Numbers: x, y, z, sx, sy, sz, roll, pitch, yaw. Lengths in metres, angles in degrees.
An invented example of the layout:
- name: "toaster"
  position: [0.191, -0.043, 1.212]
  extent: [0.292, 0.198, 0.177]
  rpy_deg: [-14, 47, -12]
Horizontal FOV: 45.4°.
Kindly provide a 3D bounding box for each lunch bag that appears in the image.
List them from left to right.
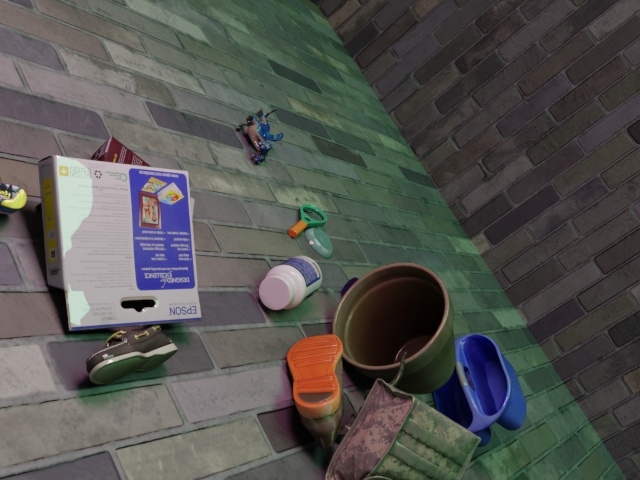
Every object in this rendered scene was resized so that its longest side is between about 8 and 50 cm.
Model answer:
- name: "lunch bag"
  position: [0.164, 0.479, 1.618]
  extent: [0.235, 0.287, 0.169]
  rpy_deg: [36, -10, -29]

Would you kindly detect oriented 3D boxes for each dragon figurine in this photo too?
- name: "dragon figurine"
  position: [-0.175, -0.330, 2.401]
  extent: [0.144, 0.085, 0.289]
  rpy_deg: [50, 23, -5]

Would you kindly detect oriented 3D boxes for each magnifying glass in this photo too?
- name: "magnifying glass"
  position: [-0.044, -0.058, 2.300]
  extent: [0.092, 0.026, 0.231]
  rpy_deg: [33, 28, 6]

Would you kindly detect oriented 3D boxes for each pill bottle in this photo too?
- name: "pill bottle"
  position: [-0.077, 0.108, 1.897]
  extent: [0.112, 0.112, 0.186]
  rpy_deg: [54, 22, 4]

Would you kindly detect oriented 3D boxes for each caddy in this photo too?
- name: "caddy"
  position: [0.457, 0.435, 2.267]
  extent: [0.179, 0.241, 0.341]
  rpy_deg: [43, 23, -32]

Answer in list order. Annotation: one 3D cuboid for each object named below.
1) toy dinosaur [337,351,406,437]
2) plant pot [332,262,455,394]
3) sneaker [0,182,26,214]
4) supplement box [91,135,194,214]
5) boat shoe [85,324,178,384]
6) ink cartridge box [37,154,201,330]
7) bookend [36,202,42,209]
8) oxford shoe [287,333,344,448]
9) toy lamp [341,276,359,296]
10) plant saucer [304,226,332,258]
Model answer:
- name: "toy dinosaur"
  position: [0.123, 0.387, 1.816]
  extent: [0.064, 0.118, 0.268]
  rpy_deg: [38, 61, 10]
- name: "plant pot"
  position: [0.233, 0.266, 2.057]
  extent: [0.280, 0.323, 0.323]
  rpy_deg: [52, 16, -44]
- name: "sneaker"
  position: [-0.580, -0.082, 1.306]
  extent: [0.144, 0.059, 0.053]
  rpy_deg: [25, 63, -21]
- name: "supplement box"
  position: [-0.390, -0.103, 1.666]
  extent: [0.239, 0.073, 0.130]
  rpy_deg: [40, 24, -28]
- name: "boat shoe"
  position: [-0.336, 0.192, 1.326]
  extent: [0.069, 0.081, 0.227]
  rpy_deg: [54, 15, 13]
- name: "ink cartridge box"
  position: [-0.367, 0.009, 1.433]
  extent: [0.303, 0.072, 0.308]
  rpy_deg: [3, 81, -51]
- name: "bookend"
  position: [-0.435, -0.037, 1.483]
  extent: [0.157, 0.072, 0.156]
  rpy_deg: [60, 33, -7]
- name: "oxford shoe"
  position: [-0.006, 0.330, 1.744]
  extent: [0.364, 0.129, 0.133]
  rpy_deg: [-82, 163, -69]
- name: "toy lamp"
  position: [0.180, 0.216, 2.277]
  extent: [0.274, 0.080, 0.080]
  rpy_deg: [42, 24, -22]
- name: "plant saucer"
  position: [0.000, 0.000, 2.325]
  extent: [0.119, 0.021, 0.119]
  rpy_deg: [42, 24, -23]
